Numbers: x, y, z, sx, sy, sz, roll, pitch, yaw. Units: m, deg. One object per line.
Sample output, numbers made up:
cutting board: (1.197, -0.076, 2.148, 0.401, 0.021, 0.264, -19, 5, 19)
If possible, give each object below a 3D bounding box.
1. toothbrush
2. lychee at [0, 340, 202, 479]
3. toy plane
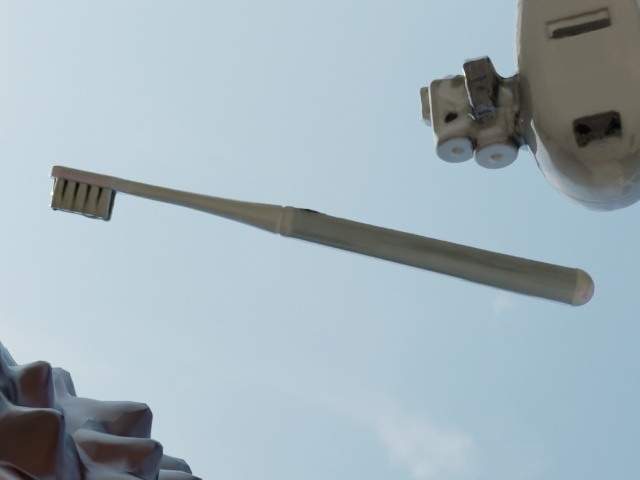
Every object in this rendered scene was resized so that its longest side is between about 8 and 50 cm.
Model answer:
toothbrush: (0.001, -0.002, 0.919, 0.342, 0.025, 0.030, 10, -96, -2)
lychee: (-0.232, 0.225, 0.546, 0.500, 0.425, 0.424, -33, -131, 38)
toy plane: (0.129, -0.084, 0.715, 0.174, 0.080, 0.174, -12, -130, 14)
